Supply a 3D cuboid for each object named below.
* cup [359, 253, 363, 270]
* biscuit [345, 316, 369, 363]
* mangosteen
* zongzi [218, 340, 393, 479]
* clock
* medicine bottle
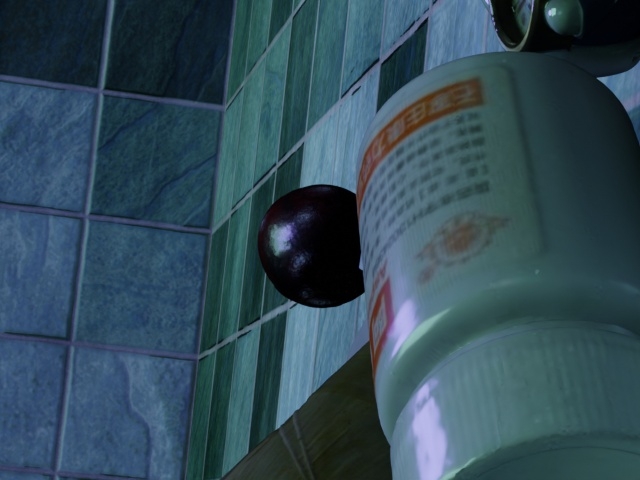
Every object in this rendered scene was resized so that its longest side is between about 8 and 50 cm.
[{"bbox_3d":[0.105,-0.025,1.883,0.136,0.099,0.133,14,97,51],"label":"cup"},{"bbox_3d":[0.069,0.150,1.922,0.181,0.049,0.208,-69,28,21],"label":"biscuit"},{"bbox_3d":[0.000,0.000,2.264,0.152,0.152,0.152,-173,90,-80],"label":"mangosteen"},{"bbox_3d":[0.106,0.221,1.635,0.418,0.181,0.447,-51,33,-7],"label":"zongzi"},{"bbox_3d":[0.189,-0.251,1.411,0.199,0.146,0.243,-106,21,-54],"label":"clock"},{"bbox_3d":[0.135,0.060,1.292,0.371,0.211,0.211,-94,15,-49],"label":"medicine bottle"}]
